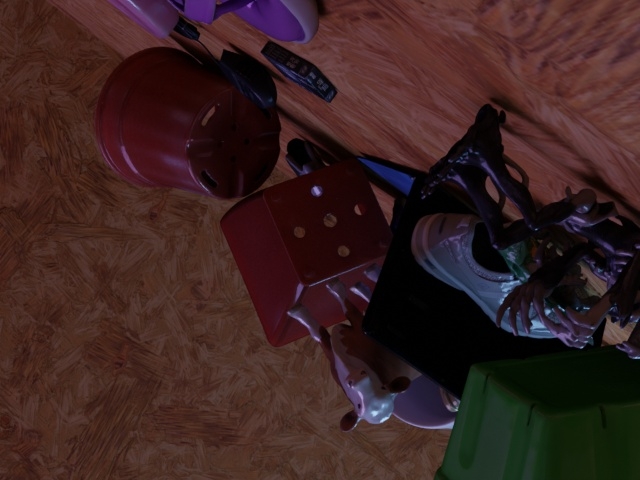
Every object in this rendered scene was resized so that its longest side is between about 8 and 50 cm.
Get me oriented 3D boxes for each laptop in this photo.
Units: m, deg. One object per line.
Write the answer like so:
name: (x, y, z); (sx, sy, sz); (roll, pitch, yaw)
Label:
laptop: (0.200, 0.089, 1.469); (0.382, 0.408, 0.236); (36, 145, -20)

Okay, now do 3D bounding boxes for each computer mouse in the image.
computer mouse: (-0.146, -0.278, 1.465); (0.242, 0.041, 0.071); (42, 172, 17)

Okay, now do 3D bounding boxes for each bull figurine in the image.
bull figurine: (0.069, 0.137, 1.328); (0.188, 0.101, 0.310); (55, -156, 11)

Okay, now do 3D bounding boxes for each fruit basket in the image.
fruit basket: (0.317, 0.307, 1.099); (0.392, 0.392, 0.283); (36, 179, -22)

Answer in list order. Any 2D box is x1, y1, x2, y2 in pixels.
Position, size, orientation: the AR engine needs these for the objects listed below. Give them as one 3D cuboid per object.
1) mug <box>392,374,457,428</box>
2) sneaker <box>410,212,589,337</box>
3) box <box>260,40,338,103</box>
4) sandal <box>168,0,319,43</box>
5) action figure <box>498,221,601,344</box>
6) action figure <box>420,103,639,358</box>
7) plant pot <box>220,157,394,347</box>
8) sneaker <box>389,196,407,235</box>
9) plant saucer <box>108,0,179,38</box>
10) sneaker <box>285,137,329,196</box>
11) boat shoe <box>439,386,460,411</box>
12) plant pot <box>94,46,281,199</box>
mug: (0.249, 0.211, 1.812); (0.328, 0.374, 0.276); (10, -119, -49)
sneaker: (0.253, 0.050, 1.285); (0.281, 0.105, 0.115); (25, 161, -23)
box: (-0.025, -0.203, 1.201); (0.083, 0.018, 0.067); (35, 179, 33)
sandal: (-0.134, -0.240, 0.760); (0.169, 0.102, 0.416); (37, -179, 27)
action figure: (0.248, 0.030, 1.110); (0.232, 0.063, 0.137); (28, -152, -54)
action figure: (0.203, 0.022, 0.802); (0.275, 0.141, 0.164); (37, 167, 0)
plant pot: (0.000, 0.000, 1.746); (0.236, 0.267, 0.267); (120, 128, -71)
sneaker: (0.145, -0.035, 1.784); (0.068, 0.071, 0.170); (35, 179, 6)
plant saucer: (-0.256, -0.327, 0.940); (0.332, 0.084, 0.332); (39, -178, -2)
sneaker: (-0.022, -0.155, 2.007); (0.132, 0.086, 0.229); (55, 179, -17)
boat shoe: (0.198, 0.132, 1.528); (0.104, 0.089, 0.285); (32, -151, -25)
plant pot: (-0.226, -0.201, 1.810); (0.265, 0.272, 0.272); (22, 169, 47)
